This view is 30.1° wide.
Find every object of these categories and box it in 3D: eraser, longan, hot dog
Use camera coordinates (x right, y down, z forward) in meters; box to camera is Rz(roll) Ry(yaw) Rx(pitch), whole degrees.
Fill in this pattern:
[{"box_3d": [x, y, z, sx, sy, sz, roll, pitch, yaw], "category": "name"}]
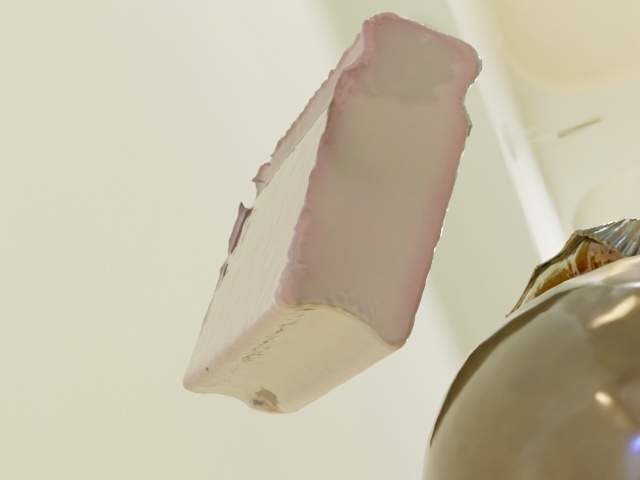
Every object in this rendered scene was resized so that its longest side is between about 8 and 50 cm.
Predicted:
[{"box_3d": [0.000, 0.000, 1.062, 0.359, 0.122, 0.272, 132, 156, -65], "category": "eraser"}, {"box_3d": [0.197, 0.141, 0.646, 0.297, 0.297, 0.297, 51, -150, -46], "category": "longan"}, {"box_3d": [0.260, 0.071, 1.062, 0.081, 0.163, 0.270, -63, -1, -28], "category": "hot dog"}]
